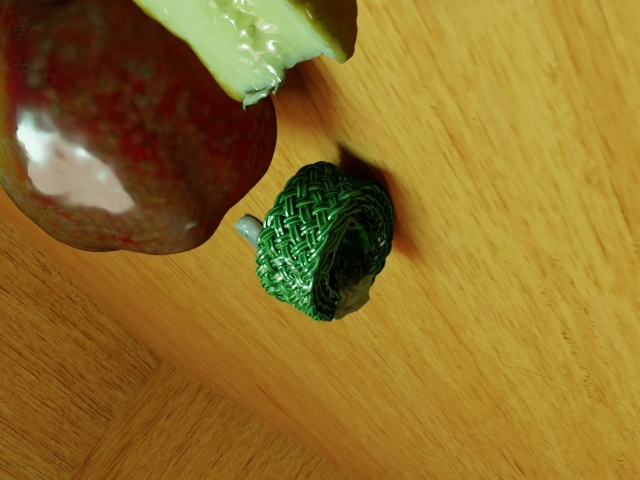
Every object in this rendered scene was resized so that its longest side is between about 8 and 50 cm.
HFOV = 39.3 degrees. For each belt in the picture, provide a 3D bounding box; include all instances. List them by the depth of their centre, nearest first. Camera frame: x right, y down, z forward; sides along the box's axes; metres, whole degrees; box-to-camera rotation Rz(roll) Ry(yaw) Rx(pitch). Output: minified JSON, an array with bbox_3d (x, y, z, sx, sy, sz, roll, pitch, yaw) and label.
[{"bbox_3d":[0.000,0.000,0.737,0.079,0.121,0.151,25,178,26],"label":"belt"}]

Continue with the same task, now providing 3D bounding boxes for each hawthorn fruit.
[{"bbox_3d":[-0.143,-0.114,0.622,0.208,0.208,0.248,22,144,41],"label":"hawthorn fruit"}]

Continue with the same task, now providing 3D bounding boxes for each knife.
[{"bbox_3d":[-0.044,0.028,1.063,0.162,0.023,0.044,47,158,-29],"label":"knife"}]

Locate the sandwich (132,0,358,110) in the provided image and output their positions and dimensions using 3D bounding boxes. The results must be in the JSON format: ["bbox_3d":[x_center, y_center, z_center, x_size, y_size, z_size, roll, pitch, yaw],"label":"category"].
[{"bbox_3d":[-0.068,-0.183,0.392,0.236,0.128,0.122,45,158,-26],"label":"sandwich"}]
